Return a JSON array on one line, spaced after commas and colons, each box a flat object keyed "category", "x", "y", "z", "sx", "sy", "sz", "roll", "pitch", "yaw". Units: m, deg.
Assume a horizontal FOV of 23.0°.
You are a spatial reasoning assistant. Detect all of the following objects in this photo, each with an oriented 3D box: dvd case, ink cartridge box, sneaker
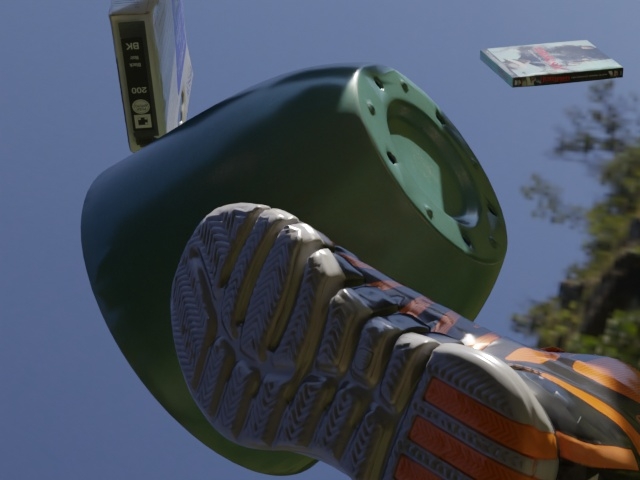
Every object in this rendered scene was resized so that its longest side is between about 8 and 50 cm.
[{"category": "dvd case", "x": 0.230, "y": -0.177, "z": 1.571, "sx": 0.119, "sy": 0.087, "sz": 0.013, "roll": -7, "pitch": -62, "yaw": -14}, {"category": "ink cartridge box", "x": -0.157, "y": -0.182, "z": 1.488, "sx": 0.045, "sy": 0.206, "sz": 0.208, "roll": -2, "pitch": -50, "yaw": 3}, {"category": "sneaker", "x": 0.056, "y": 0.083, "z": 0.876, "sx": 0.180, "sy": 0.321, "sz": 0.124, "roll": 14, "pitch": -76, "yaw": -43}]

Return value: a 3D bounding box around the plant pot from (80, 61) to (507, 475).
[{"category": "plant pot", "x": 0.000, "y": 0.000, "z": 1.225, "sx": 0.293, "sy": 0.235, "sz": 0.293, "roll": 40, "pitch": -151, "yaw": -28}]
